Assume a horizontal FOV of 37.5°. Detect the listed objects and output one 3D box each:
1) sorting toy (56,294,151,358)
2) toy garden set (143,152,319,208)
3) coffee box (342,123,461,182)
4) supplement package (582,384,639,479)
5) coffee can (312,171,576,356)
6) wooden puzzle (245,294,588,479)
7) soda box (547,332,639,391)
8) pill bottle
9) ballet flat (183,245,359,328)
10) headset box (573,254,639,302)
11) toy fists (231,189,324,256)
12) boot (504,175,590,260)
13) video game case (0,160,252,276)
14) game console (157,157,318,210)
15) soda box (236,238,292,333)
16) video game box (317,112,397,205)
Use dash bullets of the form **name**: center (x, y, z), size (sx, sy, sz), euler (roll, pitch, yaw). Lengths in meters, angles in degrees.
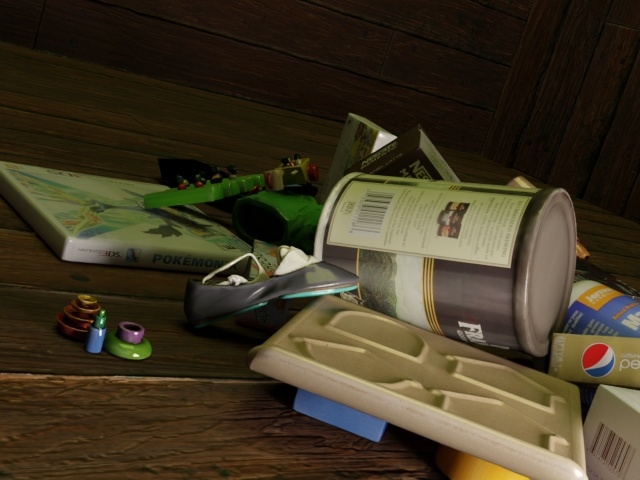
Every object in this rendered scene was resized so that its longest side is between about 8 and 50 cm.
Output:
- **sorting toy**: center (-0.214, 0.083, 0.936), size (0.102, 0.042, 0.061), euler (19, 13, 3)
- **toy garden set**: center (-0.127, -0.096, 1.435), size (0.203, 0.049, 0.244), euler (-6, 7, 16)
- **coffee box**: center (0.157, -0.026, 1.373), size (0.246, 0.141, 0.098), euler (52, 21, -19)
- **supplement package**: center (0.369, 0.226, 0.972), size (0.179, 0.105, 0.105), euler (12, 12, -23)
- **coffee can**: center (0.158, 0.023, 1.179), size (0.275, 0.202, 0.201), euler (7, 6, 30)
- **wooden puzzle**: center (0.108, 0.161, 0.979), size (0.322, 0.080, 0.348), euler (20, 8, 10)
- **soda box**: center (0.358, 0.144, 1.083), size (0.181, 0.058, 0.061), euler (0, -17, 43)
- **pill bottle**: center (0.373, 0.143, 1.219), size (0.152, 0.152, 0.272), euler (4, 20, -46)
- **ballet flat**: center (-0.058, 0.044, 1.066), size (0.203, 0.074, 0.074), euler (-13, 20, -9)
- **headset box**: center (0.349, 0.083, 1.529), size (0.293, 0.110, 0.218), euler (11, 15, -27)
- **toy fists**: center (0.000, 0.000, 1.458), size (0.279, 0.096, 0.142), euler (25, 23, 23)
- **boot**: center (0.455, 0.012, 1.938), size (0.109, 0.283, 0.220), euler (-30, 65, -16)
- **video game case**: center (-0.281, -0.033, 1.343), size (0.300, 0.036, 0.329), euler (7, 17, -38)
- **game console**: center (-0.139, -0.107, 1.823), size (0.213, 0.044, 0.361), euler (24, 14, 25)
- **soda box**: center (-0.069, 0.055, 1.196), size (0.058, 0.063, 0.183), euler (17, 13, -7)
- **video game box**: center (0.068, -0.132, 1.840), size (0.048, 0.205, 0.187), euler (15, 14, -19)
